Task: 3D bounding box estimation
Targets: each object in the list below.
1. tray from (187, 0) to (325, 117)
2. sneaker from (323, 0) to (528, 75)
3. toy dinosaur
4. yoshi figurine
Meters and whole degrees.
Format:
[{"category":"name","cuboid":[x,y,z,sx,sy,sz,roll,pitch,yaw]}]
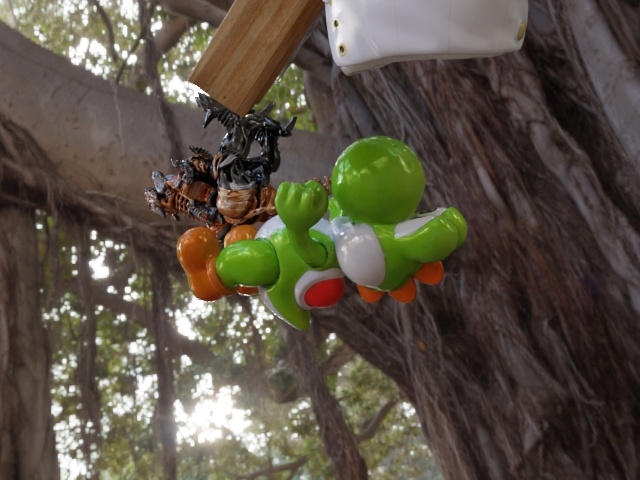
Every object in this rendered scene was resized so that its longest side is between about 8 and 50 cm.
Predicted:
[{"category":"tray","cuboid":[0.023,-0.327,0.672,0.076,0.203,0.411,33,-70,-9]},{"category":"sneaker","cuboid":[-0.003,-0.191,0.416,0.108,0.292,0.169,-27,-51,-48]},{"category":"toy dinosaur","cuboid":[-0.121,-0.096,1.026,0.321,0.219,0.164,7,-6,4]},{"category":"yoshi figurine","cuboid":[-0.001,-0.028,0.835,0.362,0.204,0.203,-11,-44,31]}]
